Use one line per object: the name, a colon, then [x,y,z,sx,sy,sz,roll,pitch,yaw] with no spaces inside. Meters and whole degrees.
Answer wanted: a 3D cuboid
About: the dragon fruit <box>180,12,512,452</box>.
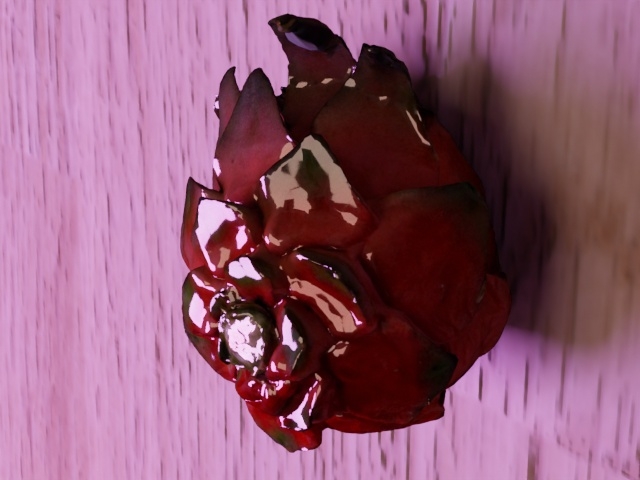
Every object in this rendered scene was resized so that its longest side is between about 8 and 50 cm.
dragon fruit: [0.003,0.003,0.677,0.130,0.121,0.142,-1,76,22]
